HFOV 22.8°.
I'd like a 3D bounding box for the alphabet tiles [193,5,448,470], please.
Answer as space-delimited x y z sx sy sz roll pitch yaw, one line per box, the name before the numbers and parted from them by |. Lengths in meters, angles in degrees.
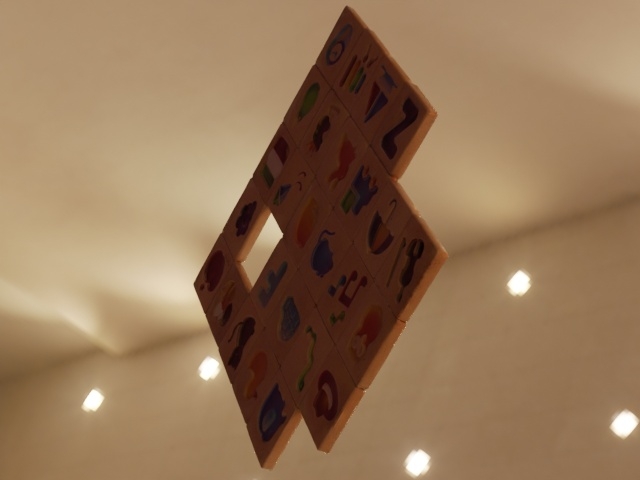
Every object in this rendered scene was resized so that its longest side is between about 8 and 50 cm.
alphabet tiles | 0.000 0.000 0.847 0.198 0.009 0.237 -60 -153 18
